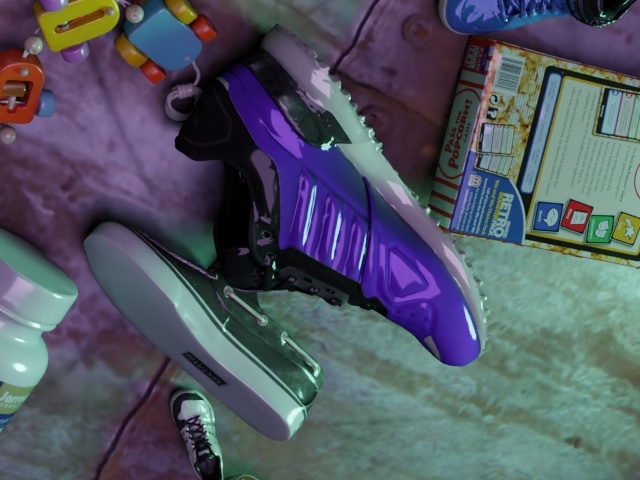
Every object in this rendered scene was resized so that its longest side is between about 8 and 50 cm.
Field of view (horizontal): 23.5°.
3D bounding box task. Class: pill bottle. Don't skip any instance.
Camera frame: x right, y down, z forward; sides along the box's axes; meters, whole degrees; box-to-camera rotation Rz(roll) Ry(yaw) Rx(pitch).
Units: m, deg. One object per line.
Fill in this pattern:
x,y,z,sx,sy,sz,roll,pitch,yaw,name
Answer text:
-0.255,0.087,1.062,0.112,0.112,0.186,33,99,-27,pill bottle

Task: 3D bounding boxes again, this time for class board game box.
0.188,-0.063,1.171,0.194,0.045,0.146,11,98,-23,board game box

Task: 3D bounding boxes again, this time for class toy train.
-0.155,-0.127,1.046,0.166,0.046,0.125,-4,135,-25,toy train

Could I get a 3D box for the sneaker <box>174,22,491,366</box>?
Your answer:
0.000,0.000,1.113,0.146,0.102,0.293,-39,111,-7,sneaker

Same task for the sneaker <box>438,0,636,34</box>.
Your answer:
0.165,-0.180,1.104,0.152,0.084,0.058,-18,117,-10,sneaker

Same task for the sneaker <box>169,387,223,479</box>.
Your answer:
-0.091,0.153,1.188,0.032,0.037,0.083,-22,116,-7,sneaker

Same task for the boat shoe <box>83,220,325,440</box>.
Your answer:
-0.083,0.054,1.136,0.219,0.078,0.070,47,59,-23,boat shoe

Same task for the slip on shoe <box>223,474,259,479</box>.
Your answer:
-0.041,0.233,1.240,0.041,0.051,0.135,-18,136,35,slip on shoe
